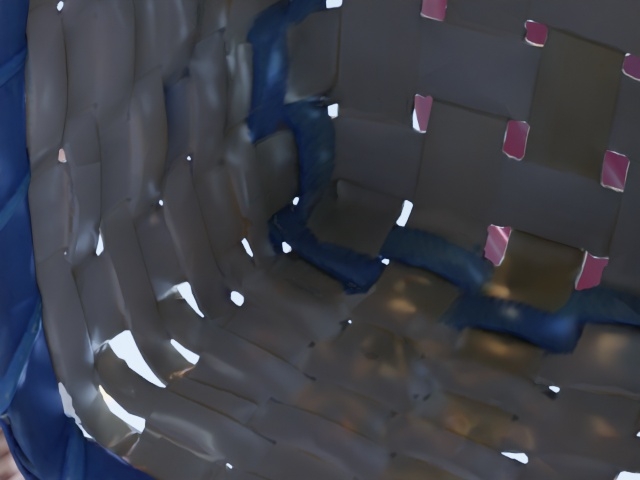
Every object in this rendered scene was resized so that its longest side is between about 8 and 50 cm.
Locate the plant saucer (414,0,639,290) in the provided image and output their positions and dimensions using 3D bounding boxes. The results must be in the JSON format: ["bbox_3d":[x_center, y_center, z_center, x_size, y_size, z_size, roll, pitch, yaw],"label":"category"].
[{"bbox_3d":[0.169,-0.093,0.659,0.332,0.084,0.332,5,-84,48],"label":"plant saucer"}]

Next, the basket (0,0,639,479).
[{"bbox_3d":[0.000,0.000,0.406,0.201,0.289,0.255,21,-49,23],"label":"basket"}]
